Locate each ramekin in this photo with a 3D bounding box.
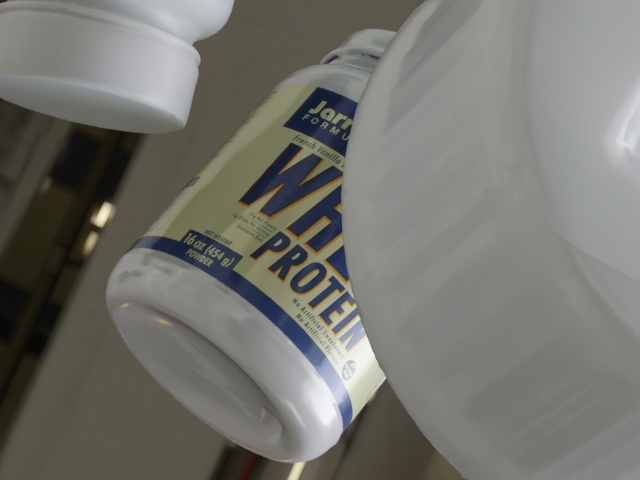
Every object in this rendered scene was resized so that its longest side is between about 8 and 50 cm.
[{"bbox_3d":[0.158,-0.021,0.655,0.135,0.277,0.277,131,-17,-67],"label":"ramekin"}]

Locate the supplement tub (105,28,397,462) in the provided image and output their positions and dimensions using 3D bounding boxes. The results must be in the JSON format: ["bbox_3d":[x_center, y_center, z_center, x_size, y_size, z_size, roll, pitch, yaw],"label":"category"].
[{"bbox_3d":[0.000,0.000,1.461,0.325,0.235,0.235,-50,179,-23],"label":"supplement tub"}]

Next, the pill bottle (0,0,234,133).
[{"bbox_3d":[-0.155,-0.282,1.395,0.204,0.204,0.361,145,-43,-79],"label":"pill bottle"}]
